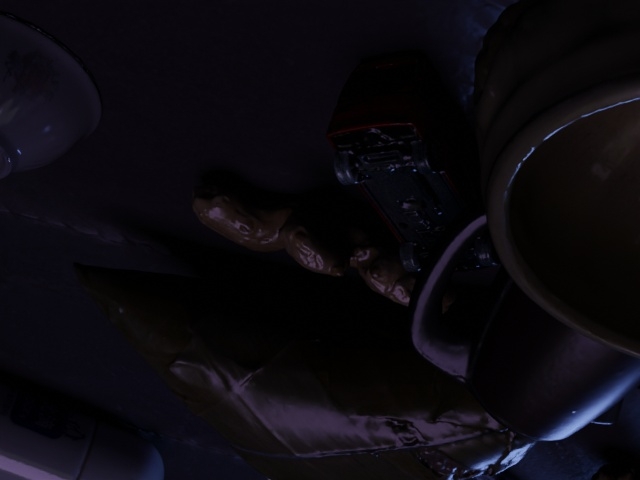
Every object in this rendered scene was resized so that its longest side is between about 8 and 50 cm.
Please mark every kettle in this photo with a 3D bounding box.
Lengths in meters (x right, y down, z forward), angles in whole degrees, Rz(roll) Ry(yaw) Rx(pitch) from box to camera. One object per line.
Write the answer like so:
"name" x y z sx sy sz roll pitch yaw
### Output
"kettle" 0.181 0.042 0.929 0.202 0.144 0.232 22 126 -11

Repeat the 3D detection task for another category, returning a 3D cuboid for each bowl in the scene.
"bowl" -0.289 -0.108 1.065 0.189 0.086 0.189 11 149 7

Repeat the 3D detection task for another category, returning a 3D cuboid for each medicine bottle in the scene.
"medicine bottle" -0.377 0.284 1.692 0.341 0.130 0.130 25 148 -12

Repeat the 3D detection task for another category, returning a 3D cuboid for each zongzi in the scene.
"zongzi" 0.003 0.105 1.205 0.356 0.174 0.393 -19 129 38

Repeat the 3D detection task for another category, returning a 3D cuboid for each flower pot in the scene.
"flower pot" 0.243 -0.089 0.699 0.308 0.244 0.307 12 147 8

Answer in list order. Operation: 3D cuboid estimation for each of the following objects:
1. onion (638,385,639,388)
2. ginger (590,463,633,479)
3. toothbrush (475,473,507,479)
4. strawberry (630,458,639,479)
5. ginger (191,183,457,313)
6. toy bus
"onion" 0.335 0.087 1.061 0.227 0.120 0.283 16 150 9
"ginger" 0.396 0.356 1.498 0.166 0.080 0.333 -23 135 35
"toothbrush" 0.227 0.307 1.546 0.035 0.042 0.413 -14 136 40
"strawberry" 0.459 0.246 1.284 0.306 0.137 0.233 -12 166 -2
"ginger" 0.001 0.001 1.098 0.259 0.065 0.149 22 -179 3
"toy bus" 0.083 -0.052 0.978 0.081 0.089 0.195 -6 142 30
